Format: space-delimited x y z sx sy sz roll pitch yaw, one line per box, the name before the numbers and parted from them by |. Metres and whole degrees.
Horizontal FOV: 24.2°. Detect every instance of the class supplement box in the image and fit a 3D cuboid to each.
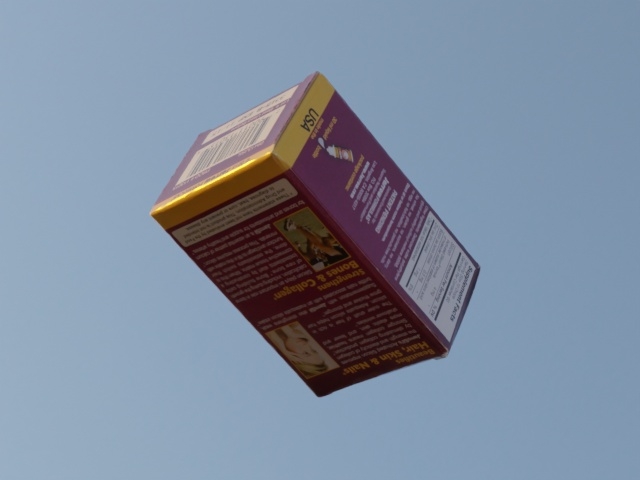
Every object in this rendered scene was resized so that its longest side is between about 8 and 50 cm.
supplement box | 0.000 0.000 0.448 0.055 0.043 0.083 -23 -63 38
